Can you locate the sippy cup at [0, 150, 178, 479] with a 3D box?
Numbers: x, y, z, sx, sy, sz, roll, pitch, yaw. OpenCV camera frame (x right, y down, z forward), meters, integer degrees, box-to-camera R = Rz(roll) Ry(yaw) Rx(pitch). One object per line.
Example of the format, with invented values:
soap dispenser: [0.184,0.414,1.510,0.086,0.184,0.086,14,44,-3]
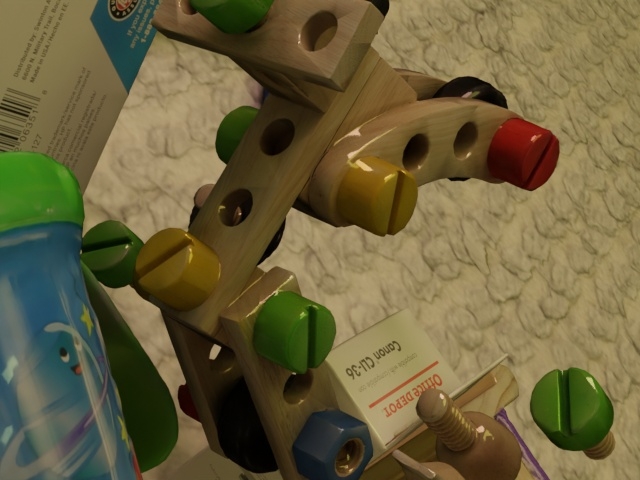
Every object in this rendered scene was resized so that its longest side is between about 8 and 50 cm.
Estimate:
sippy cup: [-0.179,0.109,0.659,0.306,0.240,0.224,-22,84,-27]

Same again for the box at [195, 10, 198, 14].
box: [-0.136,-0.316,1.296,0.295,0.073,0.293,-11,67,-57]

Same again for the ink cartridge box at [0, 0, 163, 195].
ink cartridge box: [-0.222,-0.131,0.744,0.168,0.171,0.233,30,7,34]

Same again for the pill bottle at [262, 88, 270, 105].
pill bottle: [-0.015,-0.127,1.258,0.067,0.067,0.120,35,34,-26]

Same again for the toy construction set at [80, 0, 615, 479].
toy construction set: [0.000,0.000,0.720,0.309,0.257,0.237,57,5,38]

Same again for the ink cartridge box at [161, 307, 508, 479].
ink cartridge box: [0.008,0.109,0.906,0.067,0.198,0.115,55,30,6]

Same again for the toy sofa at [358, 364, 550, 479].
toy sofa: [0.159,0.270,0.983,0.362,0.150,0.177,56,32,8]
